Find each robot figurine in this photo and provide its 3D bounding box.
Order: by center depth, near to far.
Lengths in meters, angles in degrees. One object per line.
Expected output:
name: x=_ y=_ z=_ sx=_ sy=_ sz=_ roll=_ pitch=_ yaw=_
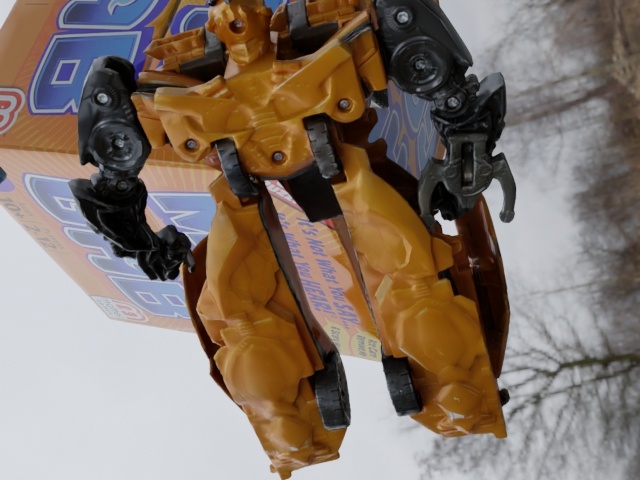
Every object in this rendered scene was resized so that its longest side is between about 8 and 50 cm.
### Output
robot figurine: x=0.000 y=0.000 z=0.474 sx=0.085 sy=0.211 sz=0.291 roll=-90 pitch=-16 yaw=-56

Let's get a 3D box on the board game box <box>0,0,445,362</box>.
board game box: x=-0.083 y=-0.127 z=0.954 sx=0.356 sy=0.356 sz=0.357 roll=66 pitch=-144 yaw=-56

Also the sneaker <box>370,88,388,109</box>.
sneaker: x=-0.003 y=-0.126 z=0.670 sx=0.161 sy=0.075 sz=0.057 roll=-2 pitch=-91 yaw=-67

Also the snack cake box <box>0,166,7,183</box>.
snack cake box: x=-0.284 y=-0.055 z=0.368 sx=0.089 sy=0.152 sz=0.264 roll=40 pitch=176 yaw=37
